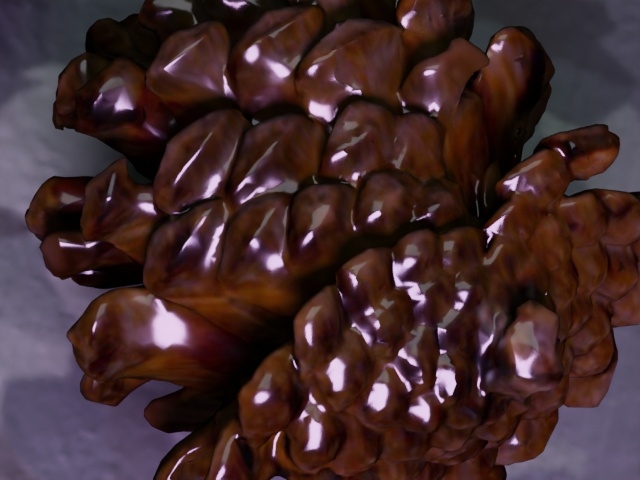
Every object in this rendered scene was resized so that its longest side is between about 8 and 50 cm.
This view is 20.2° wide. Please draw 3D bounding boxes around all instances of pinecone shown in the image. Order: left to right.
[{"bbox_3d":[0.001,0.000,0.551,0.179,0.150,0.195,-40,87,-13],"label":"pinecone"}]
